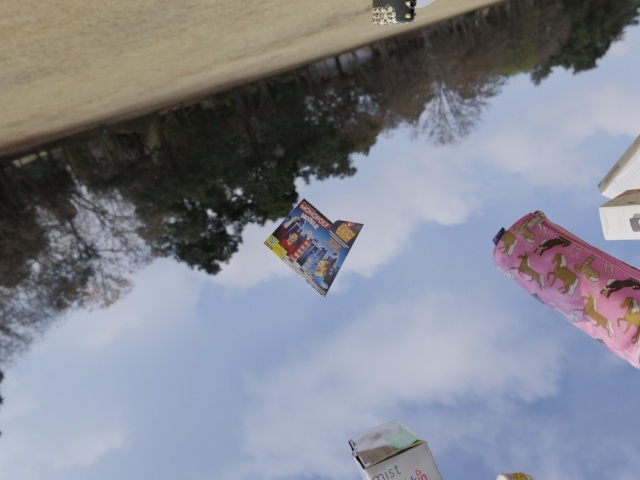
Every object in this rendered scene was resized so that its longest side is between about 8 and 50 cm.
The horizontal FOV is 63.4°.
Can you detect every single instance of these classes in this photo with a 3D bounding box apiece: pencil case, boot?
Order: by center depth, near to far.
[{"bbox_3d":[0.527,0.084,1.033,0.160,0.167,0.386,-46,-140,2],"label":"pencil case"},{"bbox_3d":[0.199,-0.544,1.062,0.237,0.178,0.085,7,-158,33],"label":"boot"}]

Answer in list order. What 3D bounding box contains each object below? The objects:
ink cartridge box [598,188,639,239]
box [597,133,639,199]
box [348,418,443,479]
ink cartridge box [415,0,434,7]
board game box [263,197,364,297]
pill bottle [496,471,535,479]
[{"bbox_3d":[0.556,-0.047,0.837,0.109,0.063,0.151,-23,-169,-33],"label":"ink cartridge box"},{"bbox_3d":[0.897,-0.150,1.262,0.322,0.232,0.058,22,-142,0],"label":"box"},{"bbox_3d":[0.159,0.487,0.980,0.127,0.231,0.262,-21,170,-7],"label":"box"},{"bbox_3d":[0.222,-0.643,1.185,0.128,0.176,0.127,-24,-170,-36],"label":"ink cartridge box"},{"bbox_3d":[0.000,0.000,1.237,0.194,0.194,0.060,-48,-177,-2],"label":"board game box"},{"bbox_3d":[0.447,0.552,1.181,0.083,0.043,0.043,7,-172,-23],"label":"pill bottle"}]
